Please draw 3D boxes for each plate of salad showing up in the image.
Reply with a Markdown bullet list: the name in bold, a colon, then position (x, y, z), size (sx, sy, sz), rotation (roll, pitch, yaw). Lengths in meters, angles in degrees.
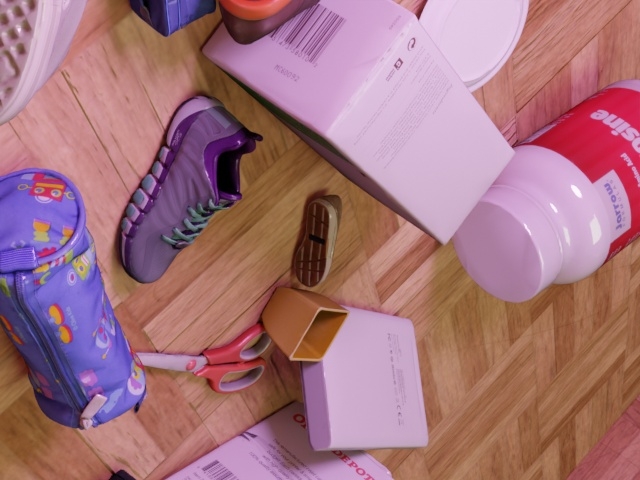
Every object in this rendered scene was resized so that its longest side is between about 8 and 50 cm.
- **plate of salad**: position (0.189, -0.277, 1.495), size (0.200, 0.048, 0.200), rotation (-24, 133, -29)

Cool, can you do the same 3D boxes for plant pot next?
- **plant pot**: position (-0.028, 0.104, 1.547), size (0.081, 0.083, 0.081), rotation (12, 110, -58)

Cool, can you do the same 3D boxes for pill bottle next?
- **pill bottle**: position (0.400, -0.075, 1.818), size (0.407, 0.229, 0.229), rotation (-33, 144, -32)

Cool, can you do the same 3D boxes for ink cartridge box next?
- **ink cartridge box**: position (-0.068, 0.382, 1.653), size (0.289, 0.211, 0.122), rotation (-25, 139, -39)

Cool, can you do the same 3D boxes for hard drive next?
- **hard drive**: position (0.066, 0.203, 1.707), size (0.307, 0.040, 0.203), rotation (16, 64, -58)

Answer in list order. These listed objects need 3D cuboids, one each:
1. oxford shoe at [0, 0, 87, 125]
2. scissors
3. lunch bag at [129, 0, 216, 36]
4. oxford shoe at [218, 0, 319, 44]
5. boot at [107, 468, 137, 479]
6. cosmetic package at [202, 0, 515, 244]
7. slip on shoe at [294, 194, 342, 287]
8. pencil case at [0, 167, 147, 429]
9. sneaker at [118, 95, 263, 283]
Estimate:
- **oxford shoe**: position (-0.207, -0.298, 0.847), size (0.130, 0.169, 0.449), rotation (-74, -176, -75)
- **scissors**: position (-0.159, 0.166, 1.490), size (0.297, 0.021, 0.109), rotation (-8, 129, -53)
- **lunch bag**: position (-0.140, -0.238, 1.051), size (0.065, 0.067, 0.098), rotation (-37, 146, -27)
- **oxford shoe**: position (-0.002, -0.294, 1.112), size (0.271, 0.097, 0.098), rotation (-44, 168, -18)
- **boot**: position (-0.252, 0.345, 1.454), size (0.099, 0.121, 0.045), rotation (-35, 143, -40)
- **cosmetic package**: position (0.058, -0.151, 1.296), size (0.155, 0.197, 0.365), rotation (-53, 149, -1)
- **slip on shoe**: position (0.000, 0.000, 1.521), size (0.041, 0.051, 0.135), rotation (-36, 142, -49)
- **pencil case**: position (-0.258, 0.072, 1.149), size (0.119, 0.133, 0.306), rotation (-12, 140, -4)
- **sneaker**: position (-0.139, -0.036, 1.232), size (0.083, 0.098, 0.224), rotation (-6, 125, -52)
